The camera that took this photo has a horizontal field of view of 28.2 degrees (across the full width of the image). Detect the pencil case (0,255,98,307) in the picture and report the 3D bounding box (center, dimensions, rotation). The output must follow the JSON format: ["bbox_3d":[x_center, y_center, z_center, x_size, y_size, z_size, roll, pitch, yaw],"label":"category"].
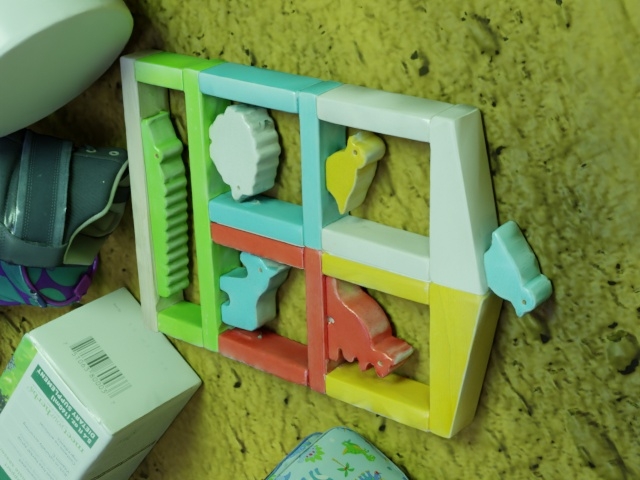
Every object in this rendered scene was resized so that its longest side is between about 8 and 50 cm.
[{"bbox_3d":[-0.233,0.023,0.937,0.151,0.064,0.070,-6,122,42],"label":"pencil case"}]

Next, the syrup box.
[{"bbox_3d":[-0.191,0.148,0.937,0.093,0.096,0.237,49,131,12],"label":"syrup box"}]

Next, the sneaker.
[{"bbox_3d":[-0.210,-0.070,0.868,0.086,0.163,0.226,110,159,-46],"label":"sneaker"}]

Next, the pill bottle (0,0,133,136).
[{"bbox_3d":[-0.247,-0.210,0.777,0.283,0.160,0.160,54,133,7],"label":"pill bottle"}]

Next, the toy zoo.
[{"bbox_3d":[0.000,0.000,0.752,0.293,0.030,0.192,16,119,35],"label":"toy zoo"}]

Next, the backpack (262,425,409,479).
[{"bbox_3d":[0.012,0.179,0.772,0.114,0.105,0.084,39,131,14],"label":"backpack"}]
